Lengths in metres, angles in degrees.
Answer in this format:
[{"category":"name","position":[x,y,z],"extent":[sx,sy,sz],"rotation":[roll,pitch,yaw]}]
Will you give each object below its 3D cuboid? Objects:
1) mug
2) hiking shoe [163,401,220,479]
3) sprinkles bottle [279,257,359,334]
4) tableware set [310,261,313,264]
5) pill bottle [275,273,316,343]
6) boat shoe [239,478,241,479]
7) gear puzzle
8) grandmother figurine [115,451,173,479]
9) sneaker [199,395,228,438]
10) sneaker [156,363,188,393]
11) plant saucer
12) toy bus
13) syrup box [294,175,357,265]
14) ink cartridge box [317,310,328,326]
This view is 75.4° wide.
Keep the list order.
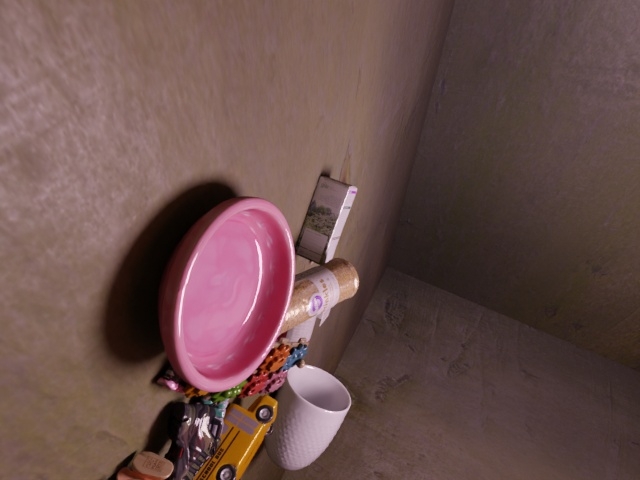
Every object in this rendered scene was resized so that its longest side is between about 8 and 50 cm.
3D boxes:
[{"category":"mug","position":[-0.081,0.690,1.661],"extent":[0.328,0.276,0.374],"rotation":[-65,-164,11]},{"category":"hiking shoe","position":[-0.258,0.446,0.849],"extent":[0.114,0.086,0.227],"rotation":[10,89,-38]},{"category":"sprinkles bottle","position":[-0.050,0.141,1.027],"extent":[0.355,0.121,0.121],"rotation":[-19,132,-48]},{"category":"tableware set","position":[0.000,0.000,1.352],"extent":[0.169,0.020,0.141],"rotation":[-65,164,-6]},{"category":"pill bottle","position":[-0.072,0.218,1.227],"extent":[0.121,0.121,0.221],"rotation":[-39,147,-60]},{"category":"boat shoe","position":[-0.287,0.775,1.327],"extent":[0.112,0.095,0.335],"rotation":[-51,157,-46]},{"category":"gear puzzle","position":[-0.144,0.284,0.882],"extent":[0.175,0.044,0.339],"rotation":[-51,150,11]},{"category":"grandmother figurine","position":[-0.374,0.571,0.769],"extent":[0.208,0.103,0.343],"rotation":[-60,173,-82]},{"category":"sneaker","position":[-0.247,0.348,0.966],"extent":[0.098,0.083,0.224],"rotation":[-13,-124,69]},{"category":"sneaker","position":[-0.267,0.262,0.797],"extent":[0.119,0.047,0.057],"rotation":[83,21,-63]},{"category":"plant saucer","position":[-0.159,0.086,0.723],"extent":[0.332,0.084,0.333],"rotation":[-35,130,-57]},{"category":"toy bus","position":[-0.245,0.569,1.120],"extent":[0.333,0.130,0.108],"rotation":[-53,158,-43]},{"category":"syrup box","position":[0.016,-0.057,1.187],"extent":[0.237,0.093,0.096],"rotation":[-70,163,10]},{"category":"ink cartridge box","position":[0.010,0.235,1.634],"extent":[0.104,0.060,0.180],"rotation":[-39,148,-61]}]
